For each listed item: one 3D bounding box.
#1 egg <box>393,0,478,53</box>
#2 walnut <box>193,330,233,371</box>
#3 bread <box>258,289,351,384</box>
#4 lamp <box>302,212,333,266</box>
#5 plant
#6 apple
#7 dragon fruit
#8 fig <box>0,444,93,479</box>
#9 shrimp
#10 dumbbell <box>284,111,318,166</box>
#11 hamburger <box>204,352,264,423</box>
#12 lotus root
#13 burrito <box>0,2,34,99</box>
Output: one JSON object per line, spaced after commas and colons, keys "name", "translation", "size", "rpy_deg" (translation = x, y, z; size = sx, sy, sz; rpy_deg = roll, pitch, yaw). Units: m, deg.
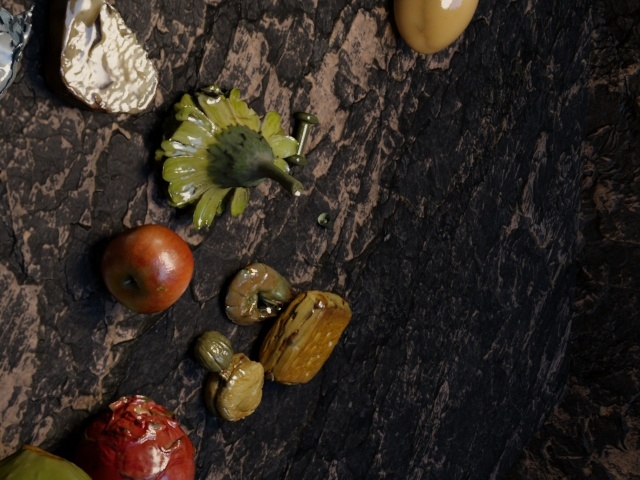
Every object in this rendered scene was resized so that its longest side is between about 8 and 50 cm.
{"name": "egg", "translation": [0.271, -0.566, 2.177], "size": [0.201, 0.201, 0.244], "rpy_deg": [2, 106, -55]}
{"name": "walnut", "translation": [-0.223, 0.231, 1.903], "size": [0.092, 0.092, 0.092], "rpy_deg": [-27, 124, -48]}
{"name": "bread", "translation": [-0.041, 0.219, 2.097], "size": [0.235, 0.099, 0.210], "rpy_deg": [-58, 156, 5]}
{"name": "lamp", "translation": [0.001, -0.001, 2.170], "size": [0.121, 0.041, 0.054], "rpy_deg": [-68, 154, -16]}
{"name": "plant", "translation": [-0.166, -0.176, 1.730], "size": [0.306, 0.297, 0.261], "rpy_deg": [-34, 100, -24]}
{"name": "apple", "translation": [-0.308, 0.048, 1.642], "size": [0.139, 0.163, 0.163], "rpy_deg": [-49, 141, -53]}
{"name": "dragon fruit", "translation": [-0.340, 0.414, 1.683], "size": [0.241, 0.241, 0.252], "rpy_deg": [-38, 160, -41]}
{"name": "fig", "translation": [-0.468, 0.511, 1.470], "size": [0.343, 0.343, 0.343], "rpy_deg": [-27, 124, -48]}
{"name": "shrimp", "translation": [-0.123, 0.130, 2.025], "size": [0.145, 0.061, 0.267], "rpy_deg": [-61, 151, 2]}
{"name": "dumbbell", "translation": [-0.043, -0.222, 2.005], "size": [0.052, 0.046, 0.118], "rpy_deg": [13, 93, -51]}
{"name": "hamburger", "translation": [-0.187, 0.321, 1.989], "size": [0.138, 0.083, 0.147], "rpy_deg": [-25, 125, -53]}
{"name": "lotus root", "translation": [-0.369, -0.298, 1.487], "size": [0.170, 0.074, 0.260], "rpy_deg": [-60, 143, -15]}
{"name": "burrito", "translation": [-0.542, -0.201, 1.250], "size": [0.445, 0.101, 0.139], "rpy_deg": [-46, 122, -36]}
